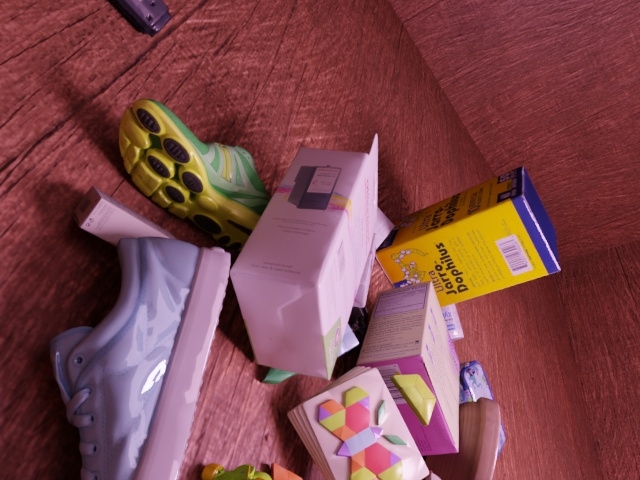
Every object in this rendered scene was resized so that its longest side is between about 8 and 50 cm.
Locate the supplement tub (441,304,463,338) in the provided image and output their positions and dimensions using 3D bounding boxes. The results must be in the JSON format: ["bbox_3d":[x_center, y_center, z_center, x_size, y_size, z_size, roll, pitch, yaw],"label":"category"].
[{"bbox_3d":[0.325,0.207,1.275,0.071,0.071,0.107,17,54,-52],"label":"supplement tub"}]

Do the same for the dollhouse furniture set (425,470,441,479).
[{"bbox_3d":[0.165,0.481,0.784,0.183,0.129,0.129,49,35,-24],"label":"dollhouse furniture set"}]

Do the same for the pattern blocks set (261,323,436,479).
[{"bbox_3d":[0.057,0.288,0.705,0.285,0.026,0.325,-35,78,-31],"label":"pattern blocks set"}]

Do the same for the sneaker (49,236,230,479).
[{"bbox_3d":[-0.201,0.160,0.484,0.150,0.135,0.366,16,57,-11],"label":"sneaker"}]

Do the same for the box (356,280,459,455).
[{"bbox_3d":[0.177,0.234,0.931,0.213,0.117,0.243,67,24,-19],"label":"box"}]

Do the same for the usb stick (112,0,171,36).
[{"bbox_3d":[-0.337,-0.427,0.717,0.278,0.045,0.077,46,35,-30],"label":"usb stick"}]

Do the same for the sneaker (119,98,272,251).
[{"bbox_3d":[-0.166,-0.093,0.706,0.295,0.109,0.123,47,32,-45],"label":"sneaker"}]

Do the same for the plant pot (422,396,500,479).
[{"bbox_3d":[0.260,0.412,0.950,0.237,0.110,0.237,15,90,-78],"label":"plant pot"}]

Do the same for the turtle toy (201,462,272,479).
[{"bbox_3d":[-0.099,0.298,0.554,0.130,0.095,0.066,-16,105,-58],"label":"turtle toy"}]

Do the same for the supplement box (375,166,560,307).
[{"bbox_3d":[0.343,0.007,1.160,0.195,0.356,0.194,58,31,-13],"label":"supplement box"}]

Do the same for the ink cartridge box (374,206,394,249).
[{"bbox_3d":[0.081,-0.062,1.134,0.179,0.045,0.145,46,32,2],"label":"ink cartridge box"}]

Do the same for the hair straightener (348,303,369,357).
[{"bbox_3d":[0.066,0.172,0.930,0.089,0.047,0.230,1,74,-67],"label":"hair straightener"}]

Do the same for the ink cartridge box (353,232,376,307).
[{"bbox_3d":[0.045,0.035,0.918,0.181,0.104,0.061,-72,165,-49],"label":"ink cartridge box"}]

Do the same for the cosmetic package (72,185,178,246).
[{"bbox_3d":[-0.226,-0.012,0.581,0.115,0.060,0.041,38,86,-37],"label":"cosmetic package"}]

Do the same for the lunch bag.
[{"bbox_3d":[0.370,0.409,1.192,0.176,0.090,0.219,4,67,-59],"label":"lunch bag"}]

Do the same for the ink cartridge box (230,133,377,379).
[{"bbox_3d":[0.000,0.000,0.754,0.353,0.119,0.207,-67,159,-44],"label":"ink cartridge box"}]
